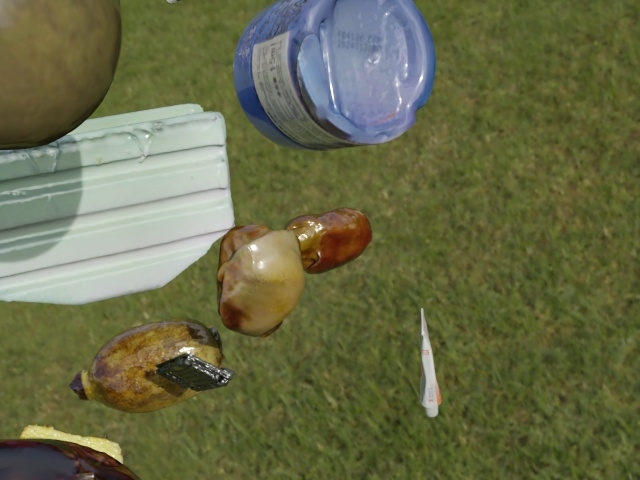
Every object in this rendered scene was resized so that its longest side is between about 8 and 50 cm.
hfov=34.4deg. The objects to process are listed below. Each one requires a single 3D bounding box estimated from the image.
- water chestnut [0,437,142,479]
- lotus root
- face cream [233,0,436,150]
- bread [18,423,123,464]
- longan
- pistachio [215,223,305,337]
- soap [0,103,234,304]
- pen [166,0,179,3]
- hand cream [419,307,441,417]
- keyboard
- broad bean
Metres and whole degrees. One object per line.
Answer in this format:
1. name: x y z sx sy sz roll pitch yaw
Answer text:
1. water chestnut: -0.315 0.359 1.158 0.351 0.302 0.350 13 48 -15
2. lotus root: -0.285 0.210 1.706 0.260 0.145 0.128 -17 29 -3
3. face cream: 0.022 -0.257 1.543 0.249 0.249 0.225 -41 21 -18
4. bread: -0.387 0.351 1.596 0.188 0.065 0.103 10 45 -8
5. longan: -0.283 -0.202 0.891 0.248 0.248 0.248 -19 35 14
6. pistachio: -0.088 0.062 1.463 0.131 0.210 0.165 34 63 31
7. soap: -0.360 -0.046 1.572 0.446 0.261 0.156 -14 23 -25
8. pen: -0.125 -0.344 1.313 0.204 0.025 0.025 -14 35 38
9. hand cream: 0.181 0.215 1.753 0.038 0.216 0.052 -21 37 -18
10. keyboard: -0.178 0.183 1.410 0.023 0.072 0.231 -67 13 -17
11. broad bean: 0.002 0.002 2.104 0.229 0.122 0.156 -16 -8 -39
